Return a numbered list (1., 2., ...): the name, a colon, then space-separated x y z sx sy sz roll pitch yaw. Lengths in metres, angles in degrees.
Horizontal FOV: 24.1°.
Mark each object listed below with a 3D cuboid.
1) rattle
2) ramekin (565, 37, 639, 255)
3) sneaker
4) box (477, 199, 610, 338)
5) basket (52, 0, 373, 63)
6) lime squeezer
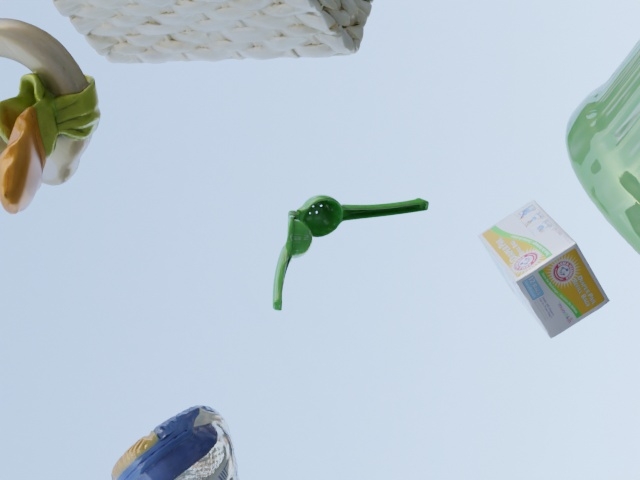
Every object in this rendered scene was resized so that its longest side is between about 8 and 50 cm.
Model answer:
1. rattle: -0.270 -0.098 1.074 0.199 0.130 0.143 32 -126 0
2. ramekin: 0.326 -0.056 0.974 0.303 0.148 0.303 22 -150 -13
3. sneaker: -0.096 0.246 1.336 0.112 0.131 0.296 -34 -24 -8
4. box: 0.324 0.039 2.194 0.103 0.203 0.114 -33 -68 2
5. basket: -0.126 -0.355 1.397 0.328 0.331 0.266 45 -124 -50
6. lime squeezer: 0.000 0.000 1.835 0.110 0.059 0.310 39 -138 17
